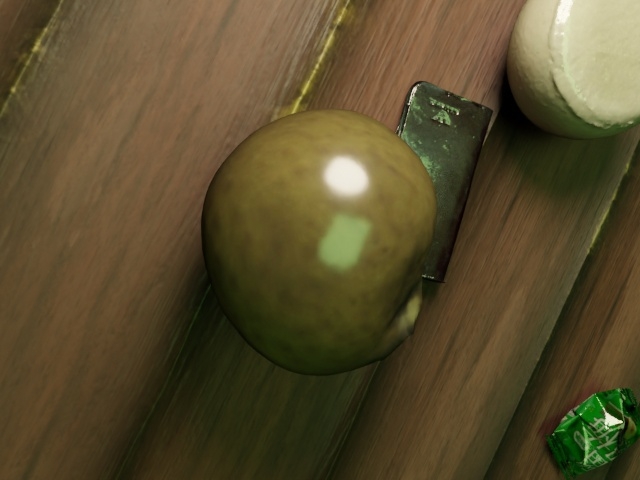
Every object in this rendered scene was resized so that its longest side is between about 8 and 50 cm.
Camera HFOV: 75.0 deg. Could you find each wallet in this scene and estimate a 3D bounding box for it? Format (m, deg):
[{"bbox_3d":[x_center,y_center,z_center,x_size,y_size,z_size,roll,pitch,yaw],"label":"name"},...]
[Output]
[{"bbox_3d":[0.183,-0.097,0.705,0.172,0.045,0.319,16,90,-20],"label":"wallet"}]

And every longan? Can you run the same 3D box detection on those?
[{"bbox_3d":[0.000,0.000,0.527,0.318,0.319,0.320,-2,97,-17],"label":"longan"}]

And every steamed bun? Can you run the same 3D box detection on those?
[{"bbox_3d":[0.434,-0.307,0.686,0.282,0.177,0.284,-2,99,-12],"label":"steamed bun"}]

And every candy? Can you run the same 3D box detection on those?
[{"bbox_3d":[0.574,0.401,0.875,0.203,0.078,0.141,-33,94,1],"label":"candy"}]
